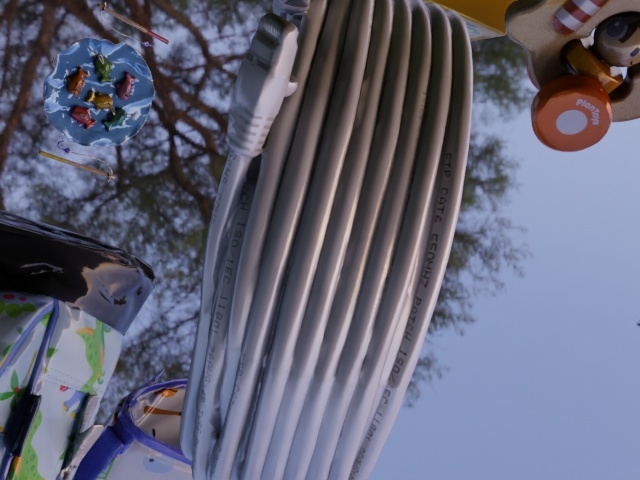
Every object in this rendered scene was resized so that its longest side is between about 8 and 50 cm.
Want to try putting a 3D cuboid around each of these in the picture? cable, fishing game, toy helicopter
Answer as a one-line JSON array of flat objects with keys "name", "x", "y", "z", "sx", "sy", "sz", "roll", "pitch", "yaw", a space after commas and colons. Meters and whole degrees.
[{"name": "cable", "x": 0.000, "y": 0.000, "z": 0.445, "sx": 0.089, "sy": 0.257, "sz": 0.257, "roll": 12, "pitch": -164, "yaw": -1}, {"name": "fishing game", "x": -0.354, "y": -0.238, "z": 1.464, "sx": 0.041, "sy": 0.189, "sz": 0.264, "roll": 30, "pitch": -85, "yaw": 53}, {"name": "toy helicopter", "x": 0.291, "y": -0.271, "z": 0.901, "sx": 0.235, "sy": 0.355, "sz": 0.140, "roll": -14, "pitch": -143, "yaw": 21}]

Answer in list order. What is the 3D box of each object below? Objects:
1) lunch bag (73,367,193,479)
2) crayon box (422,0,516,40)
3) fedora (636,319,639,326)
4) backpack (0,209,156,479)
[{"name": "lunch bag", "x": -0.248, "y": 0.383, "z": 1.424, "sx": 0.328, "sy": 0.385, "sz": 0.239, "roll": -51, "pitch": -126, "yaw": 18}, {"name": "crayon box", "x": 0.109, "y": -0.325, "z": 1.128, "sx": 0.323, "sy": 0.083, "sz": 0.203, "roll": 18, "pitch": -176, "yaw": -16}, {"name": "fedora", "x": 0.535, "y": 0.027, "z": 1.104, "sx": 0.334, "sy": 0.334, "sz": 0.153, "roll": -7, "pitch": -93, "yaw": 3}, {"name": "backpack", "x": -0.297, "y": 0.141, "z": 0.568, "sx": 0.290, "sy": 0.273, "sz": 0.356, "roll": 18, "pitch": -91, "yaw": 1}]
